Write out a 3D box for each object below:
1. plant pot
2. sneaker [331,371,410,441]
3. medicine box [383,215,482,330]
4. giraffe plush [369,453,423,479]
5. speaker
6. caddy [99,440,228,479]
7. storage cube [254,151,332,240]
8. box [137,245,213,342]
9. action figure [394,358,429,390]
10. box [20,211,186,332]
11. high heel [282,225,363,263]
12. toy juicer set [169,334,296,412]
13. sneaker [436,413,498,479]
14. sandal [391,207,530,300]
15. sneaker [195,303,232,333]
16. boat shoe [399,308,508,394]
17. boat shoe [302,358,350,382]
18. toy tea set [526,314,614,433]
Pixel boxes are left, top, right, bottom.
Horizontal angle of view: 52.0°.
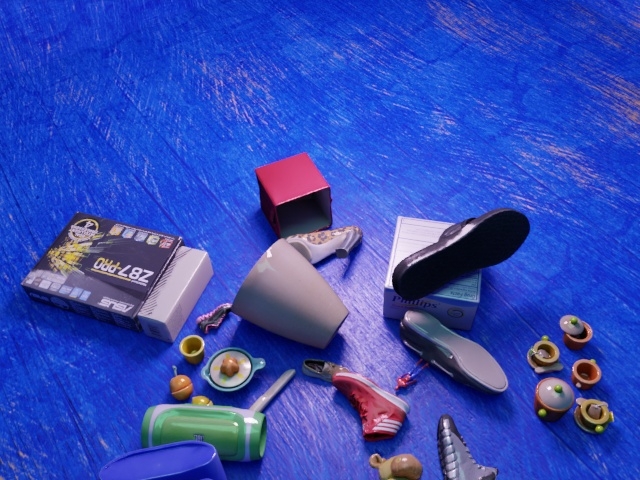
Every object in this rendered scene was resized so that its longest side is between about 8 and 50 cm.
[{"bbox_3d":[-0.065,0.175,1.845,0.274,0.256,0.256,34,57,8],"label":"plant pot"},{"bbox_3d":[0.109,0.432,1.692,0.221,0.087,0.128,20,52,21],"label":"sneaker"},{"bbox_3d":[0.335,0.092,1.933,0.263,0.149,0.289,8,50,10],"label":"medicine box"},{"bbox_3d":[0.195,0.580,1.534,0.210,0.181,0.170,-27,32,25],"label":"giraffe plush"},{"bbox_3d":[-0.289,0.481,1.643,0.296,0.131,0.131,2,49,5],"label":"speaker"},{"bbox_3d":[-0.358,0.612,1.505,0.341,0.179,0.241,-9,25,-5],"label":"caddy"},{"bbox_3d":[-0.086,-0.139,2.133,0.215,0.184,0.193,-21,50,-14],"label":"storage cube"},{"bbox_3d":[-0.423,0.156,1.942,0.094,0.113,0.275,13,50,15],"label":"box"},{"bbox_3d":[0.244,0.369,1.777,0.115,0.030,0.038,-34,51,-23],"label":"action figure"},{"bbox_3d":[-0.658,0.087,2.023,0.395,0.097,0.318,14,54,14],"label":"box"},{"bbox_3d":[0.000,0.000,2.098,0.261,0.093,0.186,3,26,22],"label":"high heel"},{"bbox_3d":[-0.254,0.379,1.753,0.329,0.089,0.209,13,51,13],"label":"toy juicer set"},{"bbox_3d":[0.362,0.538,1.599,0.132,0.086,0.229,-1,59,-4],"label":"sneaker"},{"bbox_3d":[0.379,0.014,1.803,0.445,0.167,0.107,-22,35,-17],"label":"sandal"},{"bbox_3d":[-0.302,0.231,1.918,0.119,0.047,0.057,-30,61,-12],"label":"sneaker"},{"bbox_3d":[0.357,0.315,1.791,0.335,0.095,0.112,37,46,25],"label":"boat shoe"},{"bbox_3d":[0.014,0.353,1.790,0.135,0.045,0.050,6,50,8],"label":"boat shoe"},{"bbox_3d":[0.652,0.334,1.722,0.200,0.124,0.336,2,49,5],"label":"toy tea set"}]
